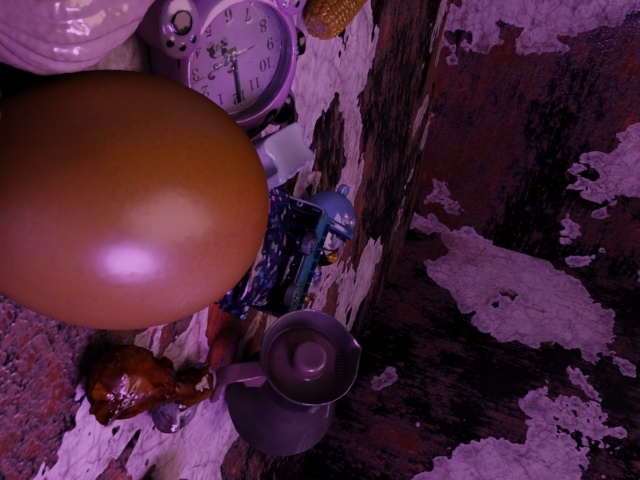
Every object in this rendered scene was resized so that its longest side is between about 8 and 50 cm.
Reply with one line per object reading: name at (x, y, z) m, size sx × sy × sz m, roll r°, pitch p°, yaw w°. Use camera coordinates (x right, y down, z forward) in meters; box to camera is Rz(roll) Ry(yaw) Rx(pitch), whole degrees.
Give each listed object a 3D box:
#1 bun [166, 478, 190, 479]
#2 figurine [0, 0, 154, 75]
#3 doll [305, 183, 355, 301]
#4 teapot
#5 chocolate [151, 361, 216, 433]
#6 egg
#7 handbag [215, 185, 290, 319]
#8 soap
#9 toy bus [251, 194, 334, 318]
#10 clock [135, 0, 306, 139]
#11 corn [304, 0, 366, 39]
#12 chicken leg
bun at (-0.280, 0.508, 1.098) m, size 0.173 × 0.120 × 0.172 m, roll -27°, pitch 141°, yaw -25°
figurine at (-0.196, -0.250, 0.507) m, size 0.204 × 0.185 × 0.332 m, roll -47°, pitch -169°, yaw 16°
doll at (0.000, 0.000, 1.507) m, size 0.177 × 0.141 × 0.313 m, roll 30°, pitch 82°, yaw -58°
teapot at (-0.083, 0.306, 1.281) m, size 0.344 × 0.300 × 0.253 m, roll 114°, pitch -33°, yaw -54°
chocolate at (-0.245, 0.282, 1.074) m, size 0.167 × 0.072 × 0.072 m, roll -52°, pitch 154°, yaw -56°
egg at (-0.189, -0.037, 0.578) m, size 0.322 × 0.250 × 0.250 m, roll -8°, pitch 114°, yaw -65°
handbag at (-0.132, 0.007, 1.100) m, size 0.162 × 0.113 × 0.260 m, roll -18°, pitch 123°, yaw -80°
soap at (-0.121, -0.096, 0.861) m, size 0.066 × 0.198 × 0.119 m, roll 64°, pitch 30°, yaw -12°
toy bus at (-0.071, 0.037, 1.322) m, size 0.147 × 0.128 × 0.255 m, roll 22°, pitch 88°, yaw -76°
clock at (-0.120, -0.239, 0.786) m, size 0.228 × 0.090 × 0.247 m, roll -32°, pitch 143°, yaw -27°
corn at (0.055, -0.520, 1.213) m, size 0.305 × 0.106 × 0.106 m, roll -59°, pitch 160°, yaw -28°
chicken leg at (-0.254, 0.224, 0.912) m, size 0.113 × 0.093 × 0.304 m, roll -61°, pitch 158°, yaw -8°
